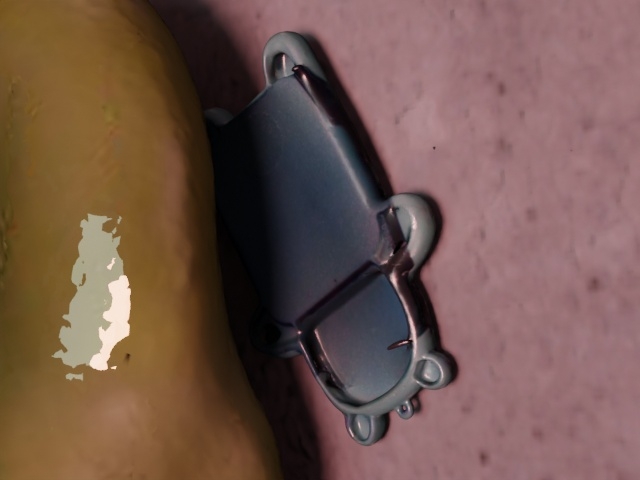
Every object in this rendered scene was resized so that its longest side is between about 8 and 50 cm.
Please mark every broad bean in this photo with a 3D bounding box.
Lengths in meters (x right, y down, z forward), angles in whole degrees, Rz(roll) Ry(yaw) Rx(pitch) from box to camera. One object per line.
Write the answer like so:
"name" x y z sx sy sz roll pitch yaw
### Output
"broad bean" -0.088 0.026 0.512 0.189 0.121 0.263 -27 63 57

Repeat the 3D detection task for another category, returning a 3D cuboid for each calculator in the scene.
"calculator" 0.000 0.000 0.487 0.094 0.019 0.141 -40 68 37
